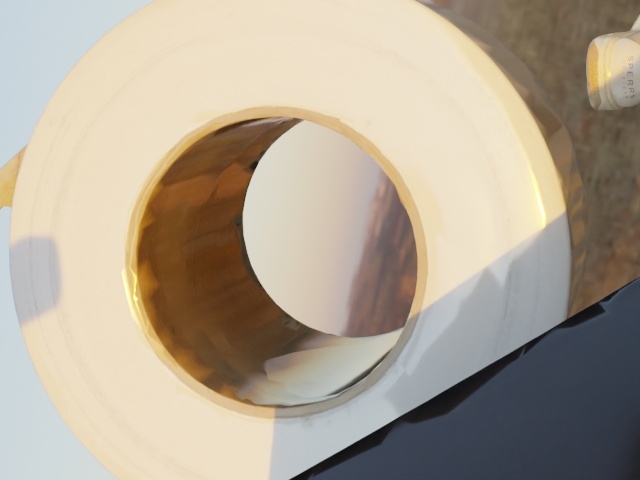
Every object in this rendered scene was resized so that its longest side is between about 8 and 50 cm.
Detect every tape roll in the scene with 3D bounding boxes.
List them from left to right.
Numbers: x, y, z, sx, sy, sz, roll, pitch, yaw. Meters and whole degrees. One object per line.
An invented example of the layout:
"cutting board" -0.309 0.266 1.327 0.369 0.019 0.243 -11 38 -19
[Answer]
"tape roll" 0.000 0.000 0.644 0.169 0.246 0.246 -24 -54 -75

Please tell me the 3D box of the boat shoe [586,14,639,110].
"boat shoe" 0.227 -0.117 0.873 0.170 0.059 0.063 -32 -60 -50

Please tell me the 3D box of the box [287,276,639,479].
"box" 0.118 0.112 0.388 0.261 0.184 0.103 -35 25 28

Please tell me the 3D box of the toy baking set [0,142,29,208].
"toy baking set" -0.305 -0.028 0.876 0.030 0.256 0.196 -86 14 -66
